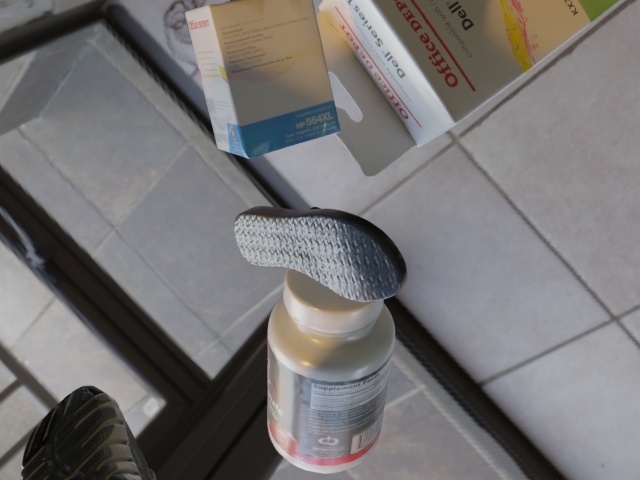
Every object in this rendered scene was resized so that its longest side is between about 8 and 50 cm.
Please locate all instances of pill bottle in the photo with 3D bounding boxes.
[{"bbox_3d":[0.012,0.169,1.141,0.176,0.176,0.318,19,132,18],"label":"pill bottle"}]

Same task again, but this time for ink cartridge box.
[{"bbox_3d":[-0.052,-0.154,0.688,0.092,0.090,0.143,-152,47,-64],"label":"ink cartridge box"},{"bbox_3d":[0.146,-0.252,0.908,0.207,0.353,0.119,53,164,-5],"label":"ink cartridge box"}]

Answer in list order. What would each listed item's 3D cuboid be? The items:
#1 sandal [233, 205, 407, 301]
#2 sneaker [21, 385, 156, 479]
[{"bbox_3d":[0.000,-0.001,0.917,0.254,0.054,0.097,17,122,43],"label":"sandal"},{"bbox_3d":[-0.136,0.204,0.585,0.132,0.086,0.229,54,170,-31],"label":"sneaker"}]
